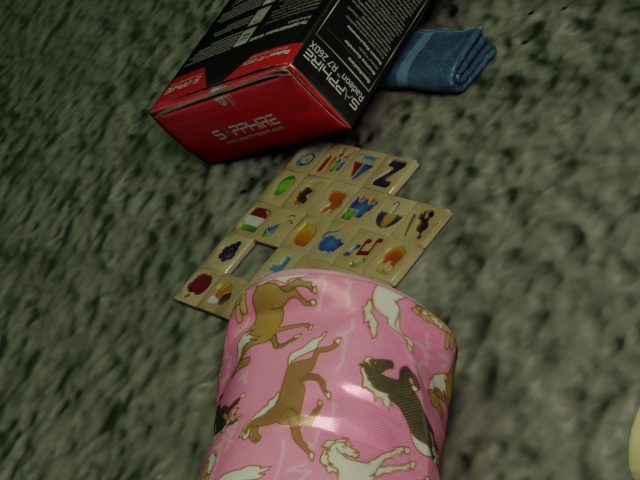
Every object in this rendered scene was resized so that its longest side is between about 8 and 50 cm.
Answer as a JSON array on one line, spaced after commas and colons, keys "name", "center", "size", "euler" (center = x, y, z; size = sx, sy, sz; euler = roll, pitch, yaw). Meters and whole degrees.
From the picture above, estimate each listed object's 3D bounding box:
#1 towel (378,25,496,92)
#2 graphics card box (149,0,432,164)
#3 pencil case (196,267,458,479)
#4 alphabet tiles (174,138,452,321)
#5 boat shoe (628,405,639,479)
[{"name": "towel", "center": [0.097, -0.162, 1.373], "size": [0.119, 0.029, 0.067], "euler": [12, 59, 51]}, {"name": "graphics card box", "center": [0.015, -0.246, 1.472], "size": [0.233, 0.094, 0.371], "euler": [-11, 42, 52]}, {"name": "pencil case", "center": [-0.020, 0.195, 0.940], "size": [0.160, 0.167, 0.386], "euler": [-54, 14, 47]}, {"name": "alphabet tiles", "center": [0.000, 0.000, 1.292], "size": [0.198, 0.009, 0.237], "euler": [-50, 34, -17]}, {"name": "boat shoe", "center": [0.289, 0.029, 0.881], "size": [0.103, 0.113, 0.302], "euler": [9, 66, 48]}]
